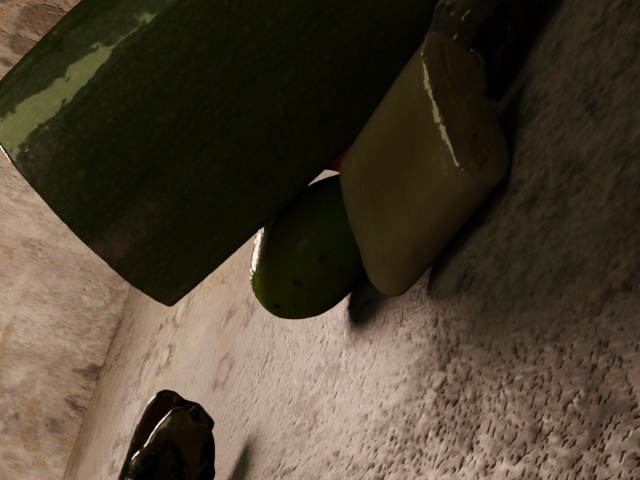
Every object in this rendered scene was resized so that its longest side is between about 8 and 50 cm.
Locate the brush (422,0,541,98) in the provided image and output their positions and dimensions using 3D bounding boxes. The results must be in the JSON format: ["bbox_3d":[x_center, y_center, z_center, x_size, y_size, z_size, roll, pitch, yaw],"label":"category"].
[{"bbox_3d":[0.104,-0.115,1.441,0.084,0.071,0.301,-87,15,-49],"label":"brush"}]

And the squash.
[{"bbox_3d":[-0.081,-0.158,1.593,0.384,0.263,0.263,-42,14,6],"label":"squash"}]

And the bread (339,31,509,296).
[{"bbox_3d":[0.078,-0.055,1.383,0.178,0.060,0.140,-52,46,52],"label":"bread"}]

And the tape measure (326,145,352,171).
[{"bbox_3d":[0.028,-0.195,1.835,0.260,0.114,0.253,-131,63,-82],"label":"tape measure"}]

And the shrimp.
[{"bbox_3d":[-0.206,0.364,2.000,0.221,0.110,0.446,-71,3,-63],"label":"shrimp"}]

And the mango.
[{"bbox_3d":[-0.001,0.000,1.642,0.178,0.100,0.119,-47,18,37],"label":"mango"}]
